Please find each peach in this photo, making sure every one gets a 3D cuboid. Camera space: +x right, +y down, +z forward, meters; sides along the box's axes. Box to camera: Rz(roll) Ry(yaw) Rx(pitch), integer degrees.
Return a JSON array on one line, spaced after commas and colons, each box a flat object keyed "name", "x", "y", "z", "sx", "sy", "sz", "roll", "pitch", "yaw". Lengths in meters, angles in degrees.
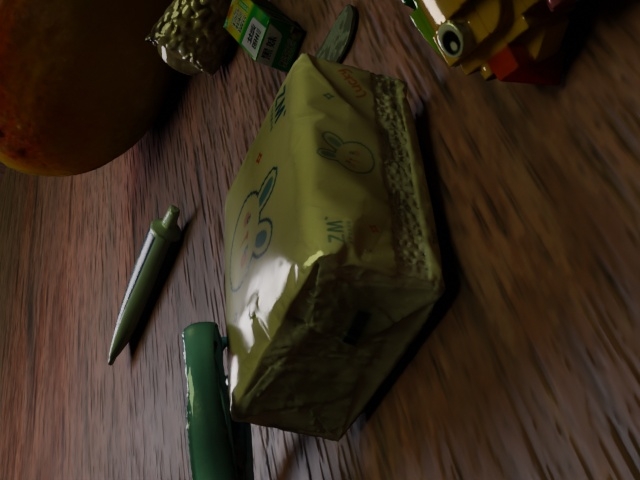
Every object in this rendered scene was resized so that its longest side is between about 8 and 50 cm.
[{"name": "peach", "x": -0.309, "y": -0.261, "z": 1.649, "sx": 0.290, "sy": 0.372, "sz": 0.373, "roll": 36, "pitch": 112, "yaw": 33}]

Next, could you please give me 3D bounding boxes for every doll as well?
[{"name": "doll", "x": 0.096, "y": -0.166, "z": 0.669, "sx": 0.134, "sy": 0.106, "sz": 0.186, "roll": 41, "pitch": 139, "yaw": 26}]

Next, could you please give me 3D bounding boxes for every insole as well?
[{"name": "insole", "x": -0.014, "y": -0.119, "z": 1.116, "sx": 0.193, "sy": 0.006, "sz": 0.065, "roll": 126, "pitch": 155, "yaw": -43}]

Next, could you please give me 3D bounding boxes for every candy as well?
[{"name": "candy", "x": -0.127, "y": -0.227, "z": 1.421, "sx": 0.110, "sy": 0.085, "sz": 0.095, "roll": -60, "pitch": 13, "yaw": 5}]

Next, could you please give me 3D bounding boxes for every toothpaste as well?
[{"name": "toothpaste", "x": -0.055, "y": -0.197, "z": 1.255, "sx": 0.043, "sy": 0.037, "sz": 0.178, "roll": -67, "pitch": 19, "yaw": 13}, {"name": "toothpaste", "x": -0.185, "y": 0.045, "z": 1.420, "sx": 0.057, "sy": 0.034, "sz": 0.197, "roll": -73, "pitch": 8, "yaw": -61}]

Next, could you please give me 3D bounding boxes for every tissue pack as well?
[{"name": "tissue pack", "x": 0.000, "y": 0.000, "z": 0.834, "sx": 0.196, "sy": 0.092, "sz": 0.148, "roll": -94, "pitch": 26, "yaw": -49}]

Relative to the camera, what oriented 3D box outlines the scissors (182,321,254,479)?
[{"name": "scissors", "x": -0.049, "y": 0.217, "z": 0.789, "sx": 0.180, "sy": 0.032, "sz": 0.393, "roll": 78, "pitch": -177, "yaw": -51}]
